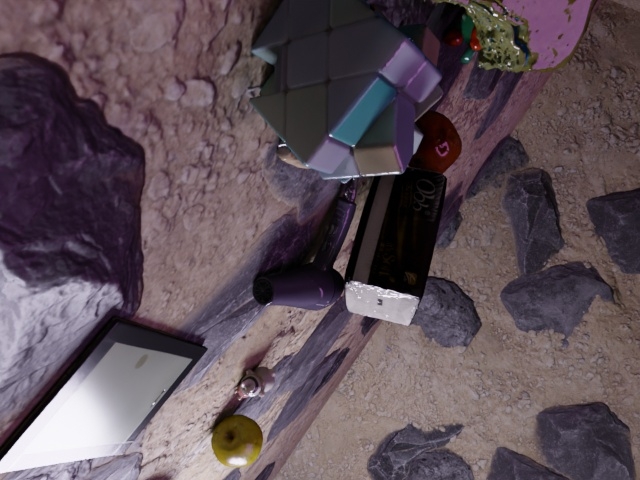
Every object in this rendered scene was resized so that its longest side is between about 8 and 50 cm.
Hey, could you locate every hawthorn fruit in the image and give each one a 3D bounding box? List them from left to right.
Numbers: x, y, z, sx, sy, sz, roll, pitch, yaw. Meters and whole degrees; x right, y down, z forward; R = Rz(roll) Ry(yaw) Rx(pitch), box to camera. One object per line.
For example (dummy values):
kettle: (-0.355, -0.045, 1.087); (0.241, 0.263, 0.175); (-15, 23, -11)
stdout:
hawthorn fruit: (0.246, -0.266, 1.205); (0.285, 0.165, 0.165); (20, 105, -50)

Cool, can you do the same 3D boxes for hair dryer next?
hair dryer: (0.000, 0.000, 1.118); (0.301, 0.121, 0.362); (4, 110, -59)

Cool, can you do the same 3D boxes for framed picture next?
framed picture: (-0.343, 0.266, 0.819); (0.265, 0.016, 0.347); (-52, 161, -9)

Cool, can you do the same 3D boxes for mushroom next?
mushroom: (-0.017, -0.145, 0.853); (0.060, 0.061, 0.187); (-56, 158, 21)

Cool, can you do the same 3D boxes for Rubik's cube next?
Rubik's cube: (0.052, -0.197, 0.629); (0.224, 0.265, 0.212); (-47, 154, 20)

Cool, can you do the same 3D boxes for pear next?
pear: (-0.241, 0.584, 1.396); (0.149, 0.148, 0.162); (-47, 153, -22)

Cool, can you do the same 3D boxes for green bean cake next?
green bean cake: (0.270, -0.420, 0.767); (0.309, 0.202, 0.285); (-2, 125, -17)

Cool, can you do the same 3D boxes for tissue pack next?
tissue pack: (0.186, 0.010, 1.220); (0.210, 0.198, 0.370); (91, 16, -62)

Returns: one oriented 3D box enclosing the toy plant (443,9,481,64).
toy plant: (0.410, -0.542, 1.011); (0.185, 0.279, 0.401); (31, 86, -31)

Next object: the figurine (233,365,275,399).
figurine: (-0.189, 0.411, 1.332); (0.098, 0.081, 0.146); (-61, 161, 17)
